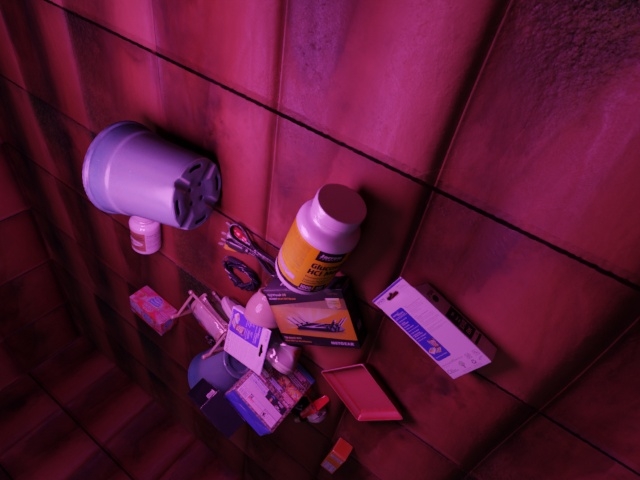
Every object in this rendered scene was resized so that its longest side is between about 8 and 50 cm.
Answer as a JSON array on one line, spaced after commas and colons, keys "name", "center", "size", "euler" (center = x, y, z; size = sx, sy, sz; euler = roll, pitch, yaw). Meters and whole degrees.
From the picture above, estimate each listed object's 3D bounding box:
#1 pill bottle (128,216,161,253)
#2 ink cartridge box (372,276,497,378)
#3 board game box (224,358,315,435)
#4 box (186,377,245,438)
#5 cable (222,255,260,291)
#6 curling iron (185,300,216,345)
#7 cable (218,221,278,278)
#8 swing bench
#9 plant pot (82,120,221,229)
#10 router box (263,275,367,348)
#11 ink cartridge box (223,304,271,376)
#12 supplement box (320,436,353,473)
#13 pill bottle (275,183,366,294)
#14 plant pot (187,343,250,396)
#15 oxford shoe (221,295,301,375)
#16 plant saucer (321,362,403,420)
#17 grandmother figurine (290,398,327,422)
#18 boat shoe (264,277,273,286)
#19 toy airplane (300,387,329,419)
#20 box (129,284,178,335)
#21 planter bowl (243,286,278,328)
[{"name": "pill bottle", "center": [-0.782, -0.058, 1.890], "size": [0.131, 0.131, 0.229], "euler": [35, 136, 16]}, {"name": "ink cartridge box", "center": [0.321, 0.239, 1.215], "size": [0.332, 0.065, 0.165], "euler": [44, 139, 4]}, {"name": "board game box", "center": [-0.211, 0.618, 1.781], "size": [0.232, 0.291, 0.141], "euler": [48, 140, 2]}, {"name": "box", "center": [-0.449, 0.708, 1.802], "size": [0.184, 0.103, 0.261], "euler": [52, 154, -14]}, {"name": "cable", "center": [-0.321, 0.147, 1.710], "size": [0.184, 0.047, 0.150], "euler": [24, 133, 25]}, {"name": "curling iron", "center": [-0.607, 0.420, 2.162], "size": [0.274, 0.035, 0.068], "euler": [62, 174, -9]}, {"name": "cable", "center": [-0.250, 0.025, 1.575], "size": [0.287, 0.072, 0.139], "euler": [27, 118, 6]}, {"name": "swing bench", "center": [-0.463, 0.359, 1.852], "size": [0.253, 0.254, 0.165], "euler": [42, 98, 20]}, {"name": "plant pot", "center": [-0.552, -0.205, 1.459], "size": [0.334, 0.341, 0.341], "euler": [20, 131, 19]}, {"name": "router box", "center": [-0.018, 0.246, 1.457], "size": [0.309, 0.081, 0.243], "euler": [-5, 117, 30]}, {"name": "ink cartridge box", "center": [-0.276, 0.386, 1.647], "size": [0.208, 0.045, 0.206], "euler": [26, 110, 29]}, {"name": "supplement box", "center": [0.074, 1.018, 1.998], "size": [0.080, 0.078, 0.233], "euler": [35, 137, 11]}, {"name": "pill bottle", "center": [0.000, 0.000, 1.218], "size": [0.188, 0.188, 0.334], "euler": [41, 138, 10]}, {"name": "plant pot", "center": [-0.451, 0.612, 2.027], "size": [0.255, 0.271, 0.272], "euler": [-39, 92, 34]}, {"name": "oxford shoe", "center": [-0.241, 0.364, 1.755], "size": [0.449, 0.130, 0.169], "euler": [37, 179, 27]}, {"name": "plant saucer", "center": [0.161, 0.571, 1.612], "size": [0.258, 0.048, 0.259], "euler": [54, 138, -5]}, {"name": "grandmother figurine", "center": [-0.119, 0.764, 1.965], "size": [0.342, 0.104, 0.208], "euler": [0, 132, 37]}, {"name": "boat shoe", "center": [-0.137, 0.182, 1.579], "size": [0.152, 0.056, 0.049], "euler": [22, 147, 26]}, {"name": "toy airplane", "center": [-0.039, 0.703, 1.848], "size": [0.151, 0.151, 0.028], "euler": [21, 170, 28]}, {"name": "box", "center": [-0.921, 0.386, 2.346], "size": [0.257, 0.122, 0.128], "euler": [34, 137, 16]}, {"name": "planter bowl", "center": [-0.203, 0.246, 1.617], "size": [0.162, 0.162, 0.109], "euler": [24, 107, 26]}]
